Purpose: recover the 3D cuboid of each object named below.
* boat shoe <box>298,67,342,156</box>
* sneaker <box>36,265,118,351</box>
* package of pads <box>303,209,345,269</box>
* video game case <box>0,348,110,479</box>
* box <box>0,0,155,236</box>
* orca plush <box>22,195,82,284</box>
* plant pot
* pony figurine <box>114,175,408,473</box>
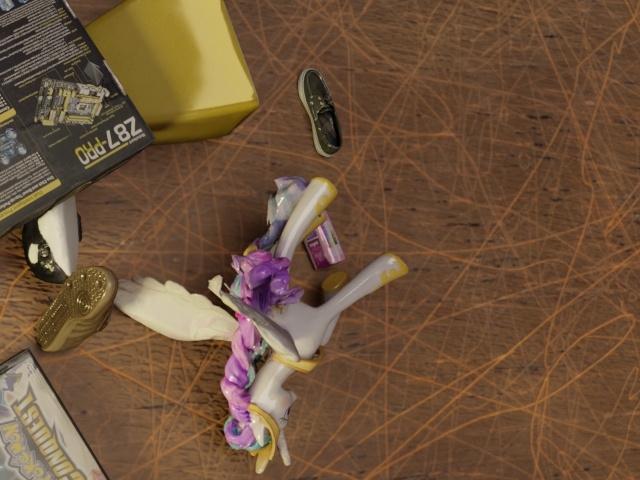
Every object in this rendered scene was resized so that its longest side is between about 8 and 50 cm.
[{"bbox_3d":[0.005,-0.200,2.116,0.049,0.040,0.142,-13,85,-30],"label":"boat shoe"},{"bbox_3d":[-0.304,0.085,1.809,0.071,0.188,0.066,-3,65,-43],"label":"sneaker"},{"bbox_3d":[0.000,0.000,2.064,0.032,0.050,0.083,-22,90,-40],"label":"package of pads"},{"bbox_3d":[-0.411,0.319,1.781,0.248,0.035,0.274,-33,96,-30],"label":"video game case"},{"bbox_3d":[-0.438,-0.159,1.677,0.395,0.097,0.318,-37,94,-38],"label":"box"},{"bbox_3d":[-0.390,-0.076,1.845,0.102,0.151,0.287,-8,86,2],"label":"orca plush"},{"bbox_3d":[-0.227,-0.236,1.917,0.187,0.212,0.212,-20,89,-18],"label":"plant pot"},{"bbox_3d":[-0.074,0.094,1.886,0.351,0.303,0.363,47,64,-35],"label":"pony figurine"}]
